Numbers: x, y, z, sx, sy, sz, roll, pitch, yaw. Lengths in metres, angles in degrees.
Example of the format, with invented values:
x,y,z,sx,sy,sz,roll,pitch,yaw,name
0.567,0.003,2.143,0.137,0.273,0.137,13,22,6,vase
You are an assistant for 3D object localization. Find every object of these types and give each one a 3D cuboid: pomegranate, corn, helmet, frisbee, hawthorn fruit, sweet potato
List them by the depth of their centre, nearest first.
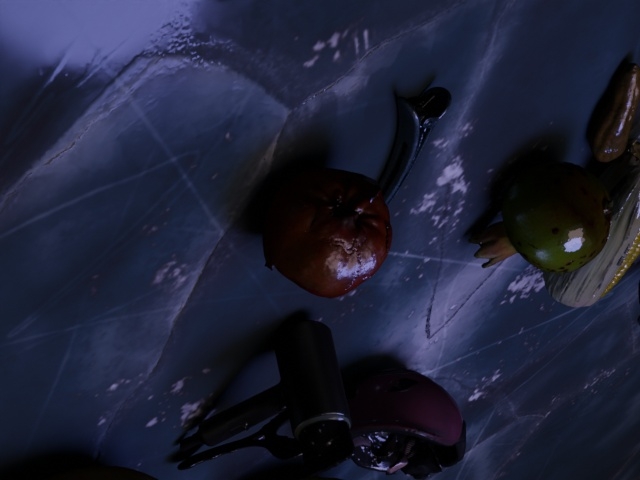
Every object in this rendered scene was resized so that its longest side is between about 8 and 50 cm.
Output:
x,y,z,sx,sy,sz,roll,pitch,yaw,name
0.000,0.000,1.474,0.148,0.148,0.172,-23,165,-30,hawthorn fruit
-0.069,0.262,1.776,0.211,0.012,0.187,-11,-167,34,frisbee
0.304,-0.024,1.815,0.205,0.159,0.159,-23,158,23,pomegranate
0.408,-0.168,1.826,0.054,0.053,0.182,-9,140,-17,sweet potato
0.114,0.260,1.950,0.198,0.154,0.253,-9,147,20,helmet
0.430,-0.023,1.978,0.123,0.122,0.305,-18,145,-37,corn

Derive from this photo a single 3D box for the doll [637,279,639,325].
x,y,z,sx,sy,sz,roll,pitch,yaw,name
0.681,0.044,2.306,0.340,0.158,0.246,-22,151,-55,doll

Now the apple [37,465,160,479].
x,y,z,sx,sy,sz,roll,pitch,yaw,name
-0.273,0.475,1.576,0.400,0.333,0.400,-31,151,-19,apple

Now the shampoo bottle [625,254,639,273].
x,y,z,sx,sy,sz,roll,pitch,yaw,name
0.514,0.029,2.236,0.165,0.040,0.080,-38,157,-9,shampoo bottle

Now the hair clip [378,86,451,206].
x,y,z,sx,sy,sz,roll,pitch,yaw,name
0.089,-0.084,1.564,0.070,0.039,0.229,-20,145,-37,hair clip

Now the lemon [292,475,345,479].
x,y,z,sx,sy,sz,roll,pitch,yaw,name
-0.003,0.530,1.981,0.350,0.350,0.387,-53,154,20,lemon

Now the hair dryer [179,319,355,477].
x,y,z,sx,sy,sz,roll,pitch,yaw,name
-0.076,0.238,1.687,0.248,0.196,0.078,-29,140,20,hair dryer
